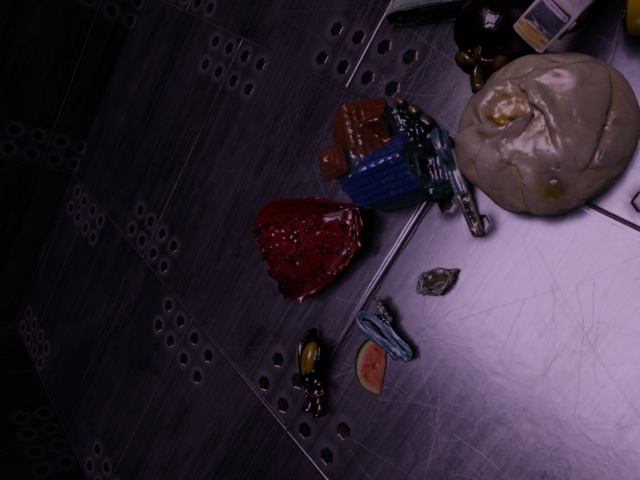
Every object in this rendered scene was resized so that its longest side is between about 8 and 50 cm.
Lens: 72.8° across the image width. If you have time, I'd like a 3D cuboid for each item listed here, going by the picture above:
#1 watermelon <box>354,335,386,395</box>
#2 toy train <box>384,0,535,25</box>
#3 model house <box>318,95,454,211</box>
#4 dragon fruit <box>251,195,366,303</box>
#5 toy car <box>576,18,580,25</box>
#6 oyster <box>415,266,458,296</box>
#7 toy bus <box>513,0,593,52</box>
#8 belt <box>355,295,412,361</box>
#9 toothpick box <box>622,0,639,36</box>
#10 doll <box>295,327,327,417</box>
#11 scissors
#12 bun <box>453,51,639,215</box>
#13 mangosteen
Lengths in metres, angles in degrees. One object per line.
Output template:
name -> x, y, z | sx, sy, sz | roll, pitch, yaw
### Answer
watermelon -> 0.127, 0.338, 1.203 | 0.069, 0.087, 0.163 | 174, 105, -72
toy train -> 0.357, -0.637, 1.133 | 0.407, 0.086, 0.088 | 12, 87, 35
model house -> 0.142, -0.235, 1.090 | 0.252, 0.329, 0.294 | -14, 78, 37
dragon fruit -> 0.001, -0.003, 1.309 | 0.329, 0.228, 0.286 | -17, 107, 13
toy car -> 0.571, -0.536, 1.008 | 0.041, 0.025, 0.093 | -16, 79, 31
oyster -> 0.297, 0.106, 1.123 | 0.100, 0.037, 0.098 | 15, 74, 55
toy bus -> 0.550, -0.533, 0.884 | 0.342, 0.138, 0.097 | -44, 89, -12
belt -> 0.179, 0.245, 1.159 | 0.179, 0.065, 0.100 | 42, 75, 16
toothpick box -> 0.725, -0.473, 0.805 | 0.271, 0.175, 0.174 | 10, 90, 38
doll -> -0.026, 0.384, 1.276 | 0.127, 0.088, 0.248 | -3, 86, 35
scissors -> 0.344, -0.145, 1.079 | 0.041, 0.138, 0.289 | -23, 86, 32
bun -> 0.467, -0.235, 0.928 | 0.365, 0.219, 0.365 | -2, 86, 36
mangosteen -> 0.397, -0.470, 1.028 | 0.194, 0.194, 0.230 | 37, 111, 32
